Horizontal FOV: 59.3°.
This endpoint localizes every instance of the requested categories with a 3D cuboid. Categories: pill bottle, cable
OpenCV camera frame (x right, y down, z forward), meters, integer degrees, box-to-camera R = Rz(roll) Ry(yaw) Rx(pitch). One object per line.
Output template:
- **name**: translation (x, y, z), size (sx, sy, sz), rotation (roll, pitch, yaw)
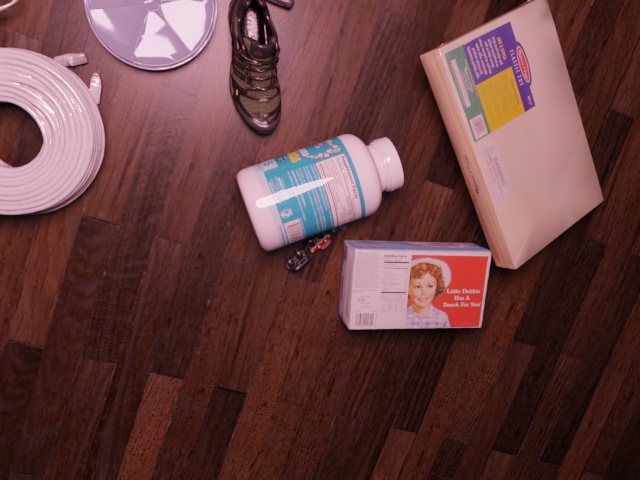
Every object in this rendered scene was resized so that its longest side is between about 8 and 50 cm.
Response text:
- **pill bottle**: translation (0.002, -0.089, 0.949), size (0.263, 0.146, 0.146), rotation (-20, 106, -7)
- **cable**: translation (-0.468, -0.162, 0.864), size (0.256, 0.089, 0.257), rotation (-3, 104, -11)

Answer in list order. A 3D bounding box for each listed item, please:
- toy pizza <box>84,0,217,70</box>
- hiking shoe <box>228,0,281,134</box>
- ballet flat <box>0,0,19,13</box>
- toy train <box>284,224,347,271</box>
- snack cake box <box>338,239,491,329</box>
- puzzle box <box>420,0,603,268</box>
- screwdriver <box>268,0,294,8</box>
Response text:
- **toy pizza**: translation (-0.264, -0.371, 0.885), size (0.201, 0.032, 0.202), rotation (-1, 99, -10)
- **hiking shoe**: translation (-0.107, -0.282, 0.897), size (0.086, 0.114, 0.227), rotation (-11, 105, -8)
- **ballet flat**: translation (-0.454, -0.406, 0.799), size (0.348, 0.123, 0.123), rotation (-38, 107, 5)
- **toy train**: translation (0.000, 0.000, 1.031), size (0.158, 0.027, 0.036), rotation (-44, 111, 1)
- **snack cake box**: translation (0.173, 0.081, 1.054), size (0.264, 0.089, 0.152), rotation (2, 101, -12)
- **puzzle box**: translation (0.357, -0.191, 1.005), size (0.272, 0.052, 0.409), rotation (-31, 108, -23)
- **screwdriver**: translation (-0.122, -0.420, 0.916), size (0.169, 0.025, 0.024), rotation (22, 99, -7)
